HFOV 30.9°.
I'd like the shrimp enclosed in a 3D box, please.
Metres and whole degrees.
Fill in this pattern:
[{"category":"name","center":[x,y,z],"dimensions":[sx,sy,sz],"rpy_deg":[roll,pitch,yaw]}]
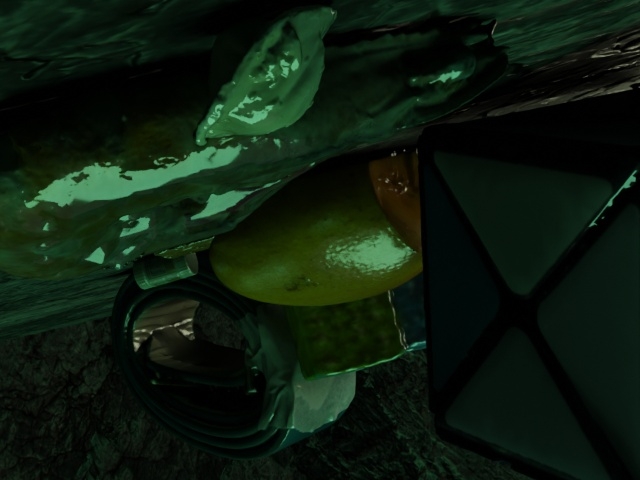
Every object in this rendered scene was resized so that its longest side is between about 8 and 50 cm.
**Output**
[{"category":"shrimp","center":[-0.040,-0.047,0.633],"dimensions":[0.317,0.062,0.164],"rpy_deg":[-20,162,-17]}]

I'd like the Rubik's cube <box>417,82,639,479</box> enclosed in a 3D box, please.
[{"category":"Rubik's cube","center":[0.280,0.037,1.012],"dimensions":[0.307,0.305,0.310],"rpy_deg":[-13,-164,-29]}]

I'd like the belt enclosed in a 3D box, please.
[{"category":"belt","center":[-0.145,0.167,1.796],"dimensions":[0.437,0.300,0.173],"rpy_deg":[10,-162,39]}]

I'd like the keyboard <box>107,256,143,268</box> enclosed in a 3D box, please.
[{"category":"keyboard","center":[-0.260,0.021,1.437],"dimensions":[0.060,0.018,0.195],"rpy_deg":[-18,177,11]}]

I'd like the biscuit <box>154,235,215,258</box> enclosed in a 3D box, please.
[{"category":"biscuit","center":[-0.094,-0.018,1.454],"dimensions":[0.231,0.025,0.131],"rpy_deg":[-15,176,0]}]

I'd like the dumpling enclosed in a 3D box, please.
[{"category":"dumpling","center":[-0.022,-0.074,0.513],"dimensions":[0.076,0.052,0.057],"rpy_deg":[-12,-172,-12]}]

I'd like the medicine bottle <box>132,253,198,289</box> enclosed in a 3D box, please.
[{"category":"medicine bottle","center":[-0.221,0.038,1.655],"dimensions":[0.083,0.047,0.047],"rpy_deg":[-17,177,15]}]

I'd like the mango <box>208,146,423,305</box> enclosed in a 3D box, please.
[{"category":"mango","center":[0.000,0.000,1.214],"dimensions":[0.257,0.138,0.187],"rpy_deg":[-25,159,39]}]

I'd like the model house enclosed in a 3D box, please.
[{"category":"model house","center":[0.069,0.052,1.596],"dimensions":[0.303,0.237,0.215],"rpy_deg":[-14,173,-13]}]
